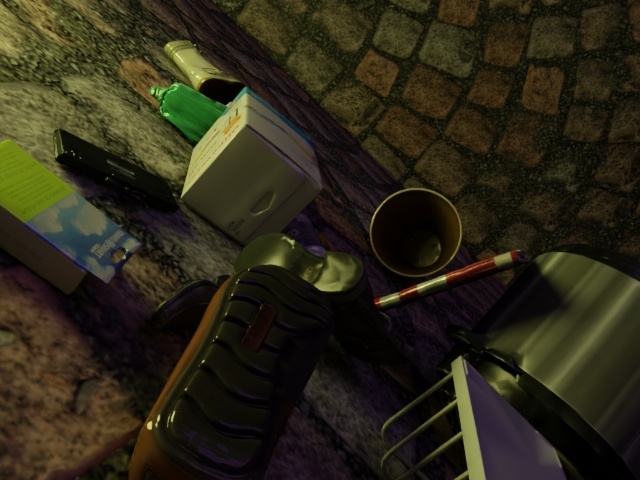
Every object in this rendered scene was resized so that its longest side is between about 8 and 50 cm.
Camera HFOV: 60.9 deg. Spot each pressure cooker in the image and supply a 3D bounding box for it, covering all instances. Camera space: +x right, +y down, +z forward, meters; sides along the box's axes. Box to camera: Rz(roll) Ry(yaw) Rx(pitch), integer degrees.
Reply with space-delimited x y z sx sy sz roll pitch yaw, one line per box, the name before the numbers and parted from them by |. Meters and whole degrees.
pressure cooker | 0.428 0.257 0.976 0.370 0.420 0.375 35 -15 39

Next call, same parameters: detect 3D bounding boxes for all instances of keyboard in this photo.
keyboard | -0.279 -0.086 0.754 0.180 0.023 0.108 27 19 -43

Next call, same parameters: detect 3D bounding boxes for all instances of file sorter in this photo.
file sorter | 0.178 0.314 0.631 0.193 0.173 0.277 44 18 -6

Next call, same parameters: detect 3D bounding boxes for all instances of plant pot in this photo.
plant pot | 0.277 0.003 1.527 0.237 0.237 0.254 51 4 19

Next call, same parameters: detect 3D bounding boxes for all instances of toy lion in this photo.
toy lion | 0.000 0.000 1.182 0.100 0.034 0.096 45 10 1

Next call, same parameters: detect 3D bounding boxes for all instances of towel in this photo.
towel | 0.206 0.080 0.990 0.237 0.329 0.037 3 67 -66

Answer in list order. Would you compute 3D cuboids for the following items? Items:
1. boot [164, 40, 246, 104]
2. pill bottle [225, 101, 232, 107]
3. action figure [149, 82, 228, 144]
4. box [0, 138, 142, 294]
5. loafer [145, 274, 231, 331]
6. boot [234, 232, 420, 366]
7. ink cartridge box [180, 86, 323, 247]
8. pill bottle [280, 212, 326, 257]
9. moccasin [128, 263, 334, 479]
boot | -0.295 -0.439 1.423 0.165 0.077 0.213 47 20 12
pill bottle | -0.144 -0.202 1.173 0.193 0.108 0.108 42 18 -11
action figure | -0.229 -0.237 1.072 0.232 0.137 0.063 31 15 -13
box | -0.283 -0.021 0.560 0.178 0.042 0.109 41 19 -14
loafer | -0.136 0.082 0.638 0.061 0.062 0.170 53 20 8
boot | 0.006 0.105 0.831 0.263 0.091 0.229 15 -31 38
ink cartridge box | -0.120 -0.129 0.959 0.168 0.171 0.232 37 19 -24
pill bottle | -0.032 0.020 0.977 0.078 0.078 0.137 29 23 -43
moccasin | -0.073 0.140 0.547 0.139 0.147 0.380 28 24 -6
